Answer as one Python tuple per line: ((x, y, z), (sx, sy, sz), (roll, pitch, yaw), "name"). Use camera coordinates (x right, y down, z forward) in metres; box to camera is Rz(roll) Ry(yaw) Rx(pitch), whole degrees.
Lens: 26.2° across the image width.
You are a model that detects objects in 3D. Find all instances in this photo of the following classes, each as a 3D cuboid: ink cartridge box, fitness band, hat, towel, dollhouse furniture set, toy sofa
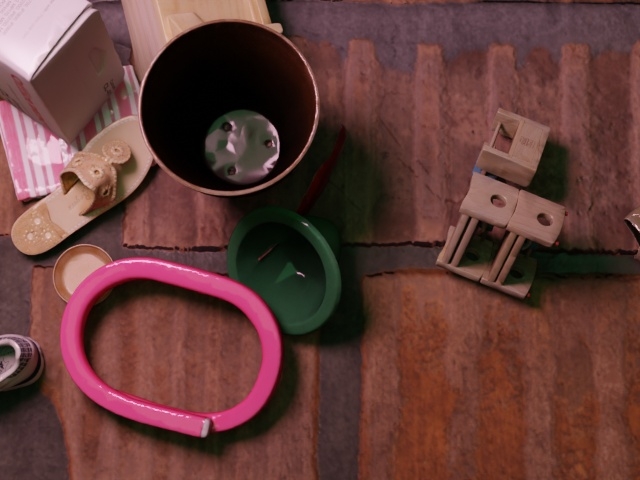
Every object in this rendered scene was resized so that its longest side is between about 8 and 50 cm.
((-0.420, -0.283, 1.744), (0.306, 0.226, 0.131), (35, 78, 13), "ink cartridge box")
((-0.191, 0.135, 1.766), (0.290, 0.054, 0.209), (15, 89, 6), "fitness band")
((0.000, 0.000, 1.813), (0.173, 0.183, 0.208), (41, 128, 11), "hat")
((-0.327, -0.144, 1.838), (0.197, 0.029, 0.144), (-16, 82, -2), "towel")
((0.250, -0.047, 1.787), (0.129, 0.129, 0.184), (22, 53, 3), "dollhouse furniture set")
((-0.186, -0.396, 1.831), (0.150, 0.177, 0.363), (-11, 80, -26), "toy sofa")

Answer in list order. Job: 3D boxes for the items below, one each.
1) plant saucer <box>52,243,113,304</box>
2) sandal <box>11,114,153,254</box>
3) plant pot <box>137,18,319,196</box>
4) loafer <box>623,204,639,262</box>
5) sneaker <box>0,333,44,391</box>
((-0.311, 0.047, 1.816), (0.083, 0.015, 0.083), (0, 82, 1), "plant saucer")
((-0.305, -0.065, 1.784), (0.240, 0.079, 0.088), (-42, 99, 2), "sandal")
((-0.108, -0.140, 1.733), (0.215, 0.230, 0.215), (0, 81, 0), "plant pot")
((0.437, 0.022, 1.792), (0.050, 0.056, 0.148), (-17, 72, -1), "loafer")
((-0.474, 0.179, 1.760), (0.235, 0.095, 0.090), (-26, 84, -2), "sneaker")
